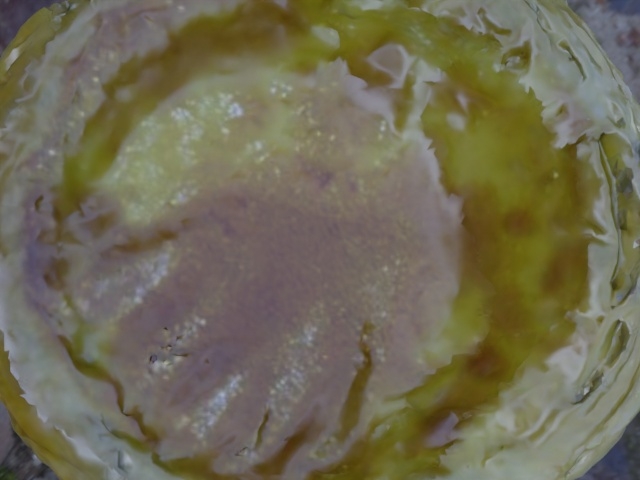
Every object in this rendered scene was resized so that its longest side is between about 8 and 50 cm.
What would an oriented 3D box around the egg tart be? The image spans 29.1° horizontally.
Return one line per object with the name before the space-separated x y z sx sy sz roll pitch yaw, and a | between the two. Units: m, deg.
egg tart | 0.000 0.000 0.681 0.388 0.169 0.388 1 78 -5
